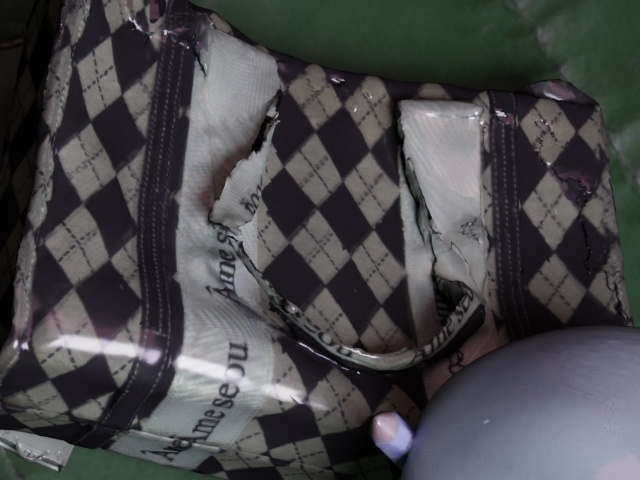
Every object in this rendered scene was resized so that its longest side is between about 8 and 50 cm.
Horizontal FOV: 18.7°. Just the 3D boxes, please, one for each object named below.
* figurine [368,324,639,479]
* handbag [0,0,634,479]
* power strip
[{"bbox_3d":[0.165,0.243,1.075,0.225,0.205,0.381,-12,108,-7],"label":"figurine"},{"bbox_3d":[0.000,0.000,1.227,0.416,0.180,0.316,15,60,-18],"label":"handbag"},{"bbox_3d":[-0.159,0.082,1.231,0.051,0.019,0.136,23,62,-3],"label":"power strip"}]
